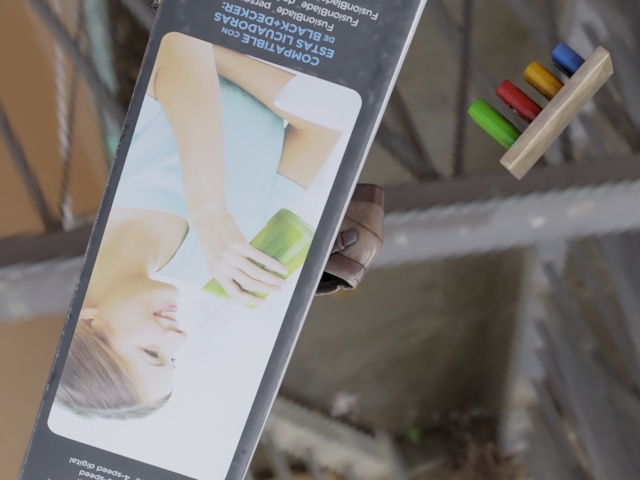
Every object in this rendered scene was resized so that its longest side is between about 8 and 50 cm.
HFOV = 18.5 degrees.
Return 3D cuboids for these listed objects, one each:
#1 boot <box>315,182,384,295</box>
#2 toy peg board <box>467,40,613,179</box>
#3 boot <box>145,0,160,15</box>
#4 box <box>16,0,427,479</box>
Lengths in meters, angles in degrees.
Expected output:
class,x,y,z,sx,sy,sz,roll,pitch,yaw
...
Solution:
class,x,y,z,sx,sy,sz,roll,pitch,yaw
boot,0.000,0.000,1.472,0.042,0.087,0.118,36,153,-33
toy peg board,0.234,-0.156,2.131,0.160,0.079,0.161,-50,171,5
boot,-0.163,-0.227,1.749,0.198,0.077,0.137,-10,111,-9
box,-0.031,-0.041,0.766,0.087,0.169,0.290,19,119,-4
